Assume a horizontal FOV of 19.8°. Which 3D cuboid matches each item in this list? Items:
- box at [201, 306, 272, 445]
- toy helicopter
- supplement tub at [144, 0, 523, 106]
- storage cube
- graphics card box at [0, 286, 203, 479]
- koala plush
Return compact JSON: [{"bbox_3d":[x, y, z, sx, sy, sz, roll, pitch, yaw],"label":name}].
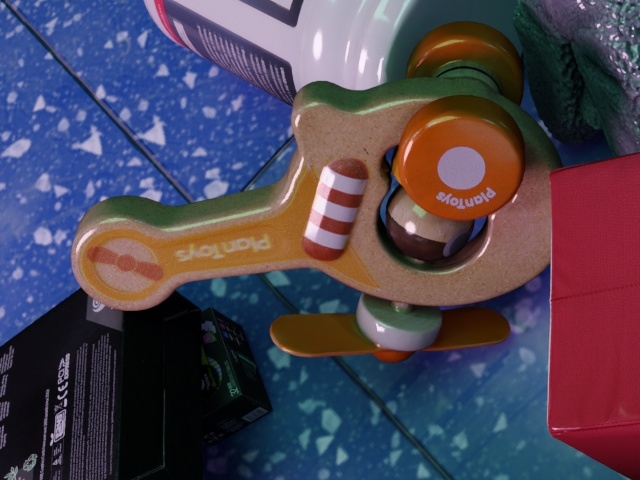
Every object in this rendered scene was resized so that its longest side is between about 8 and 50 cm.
[{"bbox_3d":[-0.086,0.106,1.436,0.062,0.052,0.083,-32,59,15],"label":"box"},{"bbox_3d":[0.000,0.000,1.293,0.355,0.235,0.140,-10,31,11],"label":"toy helicopter"},{"bbox_3d":[0.008,-0.196,1.426,0.272,0.191,0.191,31,87,35],"label":"supplement tub"},{"bbox_3d":[0.268,0.049,1.165,0.193,0.215,0.184,-11,65,32],"label":"storage cube"},{"bbox_3d":[-0.247,0.199,1.389,0.371,0.094,0.233,-36,35,25],"label":"graphics card box"},{"bbox_3d":[0.267,-0.169,1.281,0.221,0.203,0.196,-30,38,-11],"label":"koala plush"}]
